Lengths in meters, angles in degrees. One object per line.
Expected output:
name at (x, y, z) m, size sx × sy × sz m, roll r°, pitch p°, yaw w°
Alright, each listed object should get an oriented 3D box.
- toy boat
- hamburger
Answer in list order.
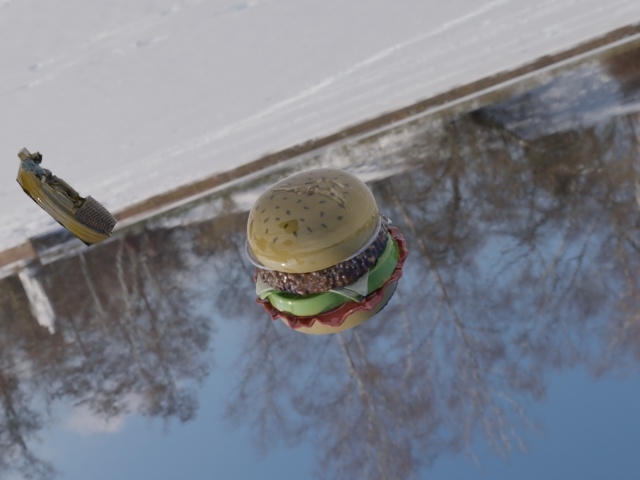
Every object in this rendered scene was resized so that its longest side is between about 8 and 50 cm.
toy boat at (-0.313, -0.054, 1.163) m, size 0.049 × 0.149 × 0.047 m, roll -42°, pitch -160°, yaw 11°
hamburger at (-0.002, 0.002, 0.988) m, size 0.175 × 0.137 × 0.175 m, roll -13°, pitch -139°, yaw 12°
